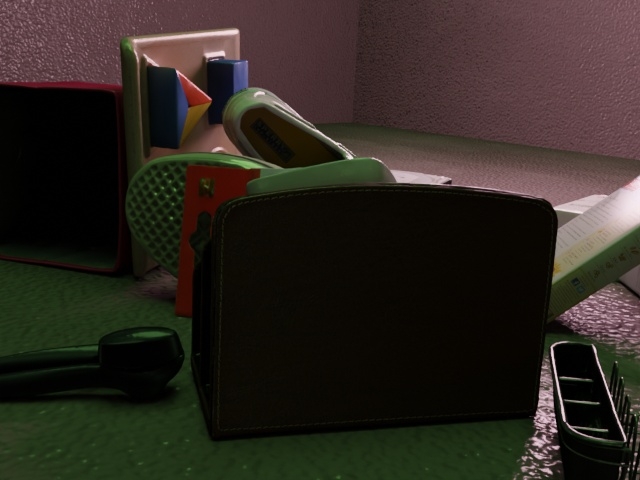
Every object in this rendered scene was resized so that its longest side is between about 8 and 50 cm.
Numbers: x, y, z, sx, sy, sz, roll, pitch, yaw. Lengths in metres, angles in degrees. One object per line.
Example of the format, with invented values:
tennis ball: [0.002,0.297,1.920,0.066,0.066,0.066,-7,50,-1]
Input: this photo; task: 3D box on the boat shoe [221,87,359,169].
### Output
boat shoe: [0.018,-0.077,1.145,0.367,0.136,0.156,43,5,-19]

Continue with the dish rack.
dish rack: [0.317,0.158,0.624,0.272,0.074,0.208,6,14,11]

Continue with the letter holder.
letter holder: [0.041,0.042,0.743,0.302,0.214,0.152,-1,14,-15]

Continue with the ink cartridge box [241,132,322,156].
ink cartridge box: [-0.219,-0.168,1.698,0.279,0.160,0.385,-9,18,-41]

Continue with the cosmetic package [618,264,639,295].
cosmetic package: [0.508,0.049,1.109,0.118,0.085,0.231,5,15,-2]

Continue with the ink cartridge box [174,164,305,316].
ink cartridge box: [-0.055,0.010,0.914,0.233,0.188,0.066,5,1,5]

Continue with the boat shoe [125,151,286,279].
boat shoe: [0.000,0.000,1.014,0.501,0.186,0.156,10,9,8]

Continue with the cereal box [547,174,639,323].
cereal box: [0.347,0.009,1.026,0.240,0.047,0.173,-34,8,11]

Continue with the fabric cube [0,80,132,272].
fabric cube: [-0.344,-0.110,1.226,0.259,0.254,0.258,7,12,19]

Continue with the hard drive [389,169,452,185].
hard drive: [0.096,-0.084,1.512,0.237,0.064,0.339,8,15,21]

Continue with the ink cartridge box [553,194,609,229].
ink cartridge box: [0.496,-0.015,1.363,0.159,0.092,0.218,13,18,36]

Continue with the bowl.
bowl: [0.008,-0.028,0.800,0.142,0.053,0.142,-11,-19,13]

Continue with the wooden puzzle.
wooden puzzle: [-0.175,-0.143,1.190,0.081,0.321,0.348,6,18,17]

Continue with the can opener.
can opener: [-0.216,0.113,0.733,0.186,0.073,0.059,-6,22,-1]
